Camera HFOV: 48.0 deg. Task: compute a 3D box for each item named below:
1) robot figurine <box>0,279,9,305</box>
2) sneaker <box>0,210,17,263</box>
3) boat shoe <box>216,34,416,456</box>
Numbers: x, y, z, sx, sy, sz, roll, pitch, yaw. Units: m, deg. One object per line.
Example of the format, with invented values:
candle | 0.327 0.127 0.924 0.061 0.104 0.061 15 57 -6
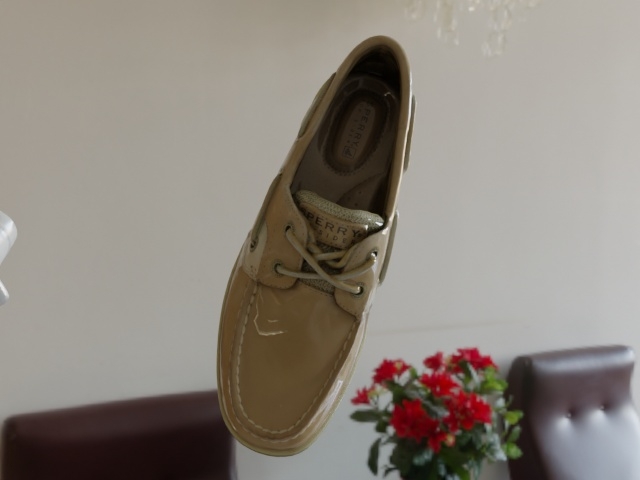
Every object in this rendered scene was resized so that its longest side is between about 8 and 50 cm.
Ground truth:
robot figurine | -0.812 0.151 1.421 0.353 0.199 0.300 -33 33 -25
sneaker | -0.507 0.094 0.910 0.108 0.292 0.169 34 32 -25
boat shoe | 0.000 0.000 0.506 0.109 0.302 0.098 19 -13 0
